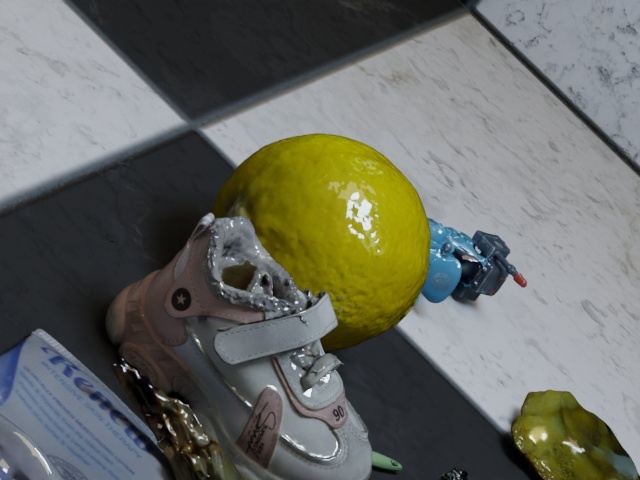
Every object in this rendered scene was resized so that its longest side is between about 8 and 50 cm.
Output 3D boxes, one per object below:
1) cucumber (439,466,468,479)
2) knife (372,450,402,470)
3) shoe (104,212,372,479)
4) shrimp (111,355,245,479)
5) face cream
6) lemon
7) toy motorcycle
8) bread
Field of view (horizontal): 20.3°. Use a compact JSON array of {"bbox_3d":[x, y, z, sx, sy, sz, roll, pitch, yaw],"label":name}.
[{"bbox_3d":[0.189,0.352,2.186,0.053,0.053,0.181,13,40,-46],"label":"cucumber"},{"bbox_3d":[0.021,0.252,2.143,0.207,0.014,0.030,22,33,-33],"label":"knife"},{"bbox_3d":[-0.063,0.135,1.986,0.351,0.198,0.172,40,30,0],"label":"shoe"},{"bbox_3d":[-0.127,0.230,1.827,0.262,0.066,0.117,54,12,-17],"label":"shrimp"},{"bbox_3d":[-0.265,0.206,1.727,0.235,0.137,0.420,42,14,4],"label":"face cream"},{"bbox_3d":[0.001,0.000,2.213,0.293,0.293,0.293,33,27,-19],"label":"lemon"},{"bbox_3d":[0.175,0.025,2.602,0.272,0.123,0.182,14,26,-44],"label":"toy motorcycle"},{"bbox_3d":[0.364,0.305,2.464,0.233,0.088,0.161,42,22,-3],"label":"bread"}]
